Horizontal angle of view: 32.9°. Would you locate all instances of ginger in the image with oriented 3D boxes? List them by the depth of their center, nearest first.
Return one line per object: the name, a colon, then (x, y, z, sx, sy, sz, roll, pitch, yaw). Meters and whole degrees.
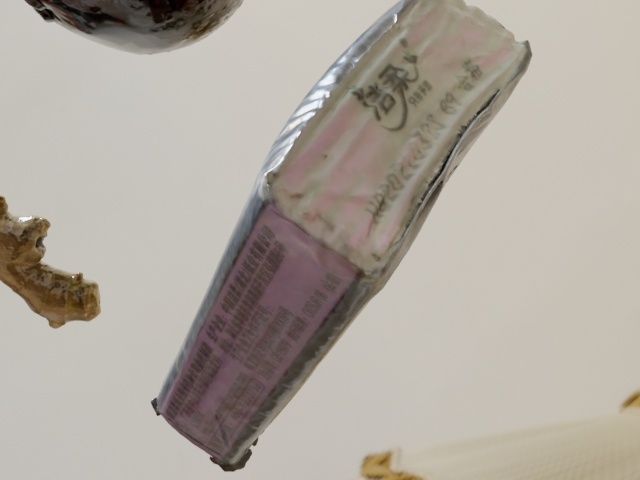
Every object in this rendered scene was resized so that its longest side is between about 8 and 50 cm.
ginger: (-0.333, -0.019, 1.116, 0.288, 0.089, 0.075, 47, 30, 8)

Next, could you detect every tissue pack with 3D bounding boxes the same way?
tissue pack: (0.000, 0.000, 0.827, 0.122, 0.259, 0.361, 34, -36, 0)

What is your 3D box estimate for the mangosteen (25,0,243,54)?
mangosteen: (-0.173, -0.324, 0.993, 0.297, 0.293, 0.297, 31, 3, -2)
